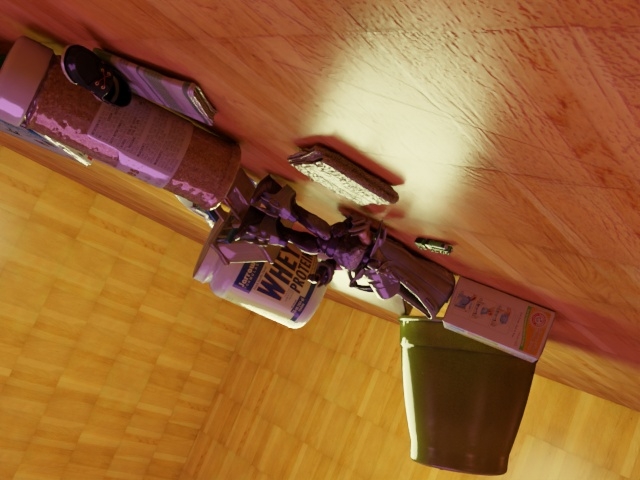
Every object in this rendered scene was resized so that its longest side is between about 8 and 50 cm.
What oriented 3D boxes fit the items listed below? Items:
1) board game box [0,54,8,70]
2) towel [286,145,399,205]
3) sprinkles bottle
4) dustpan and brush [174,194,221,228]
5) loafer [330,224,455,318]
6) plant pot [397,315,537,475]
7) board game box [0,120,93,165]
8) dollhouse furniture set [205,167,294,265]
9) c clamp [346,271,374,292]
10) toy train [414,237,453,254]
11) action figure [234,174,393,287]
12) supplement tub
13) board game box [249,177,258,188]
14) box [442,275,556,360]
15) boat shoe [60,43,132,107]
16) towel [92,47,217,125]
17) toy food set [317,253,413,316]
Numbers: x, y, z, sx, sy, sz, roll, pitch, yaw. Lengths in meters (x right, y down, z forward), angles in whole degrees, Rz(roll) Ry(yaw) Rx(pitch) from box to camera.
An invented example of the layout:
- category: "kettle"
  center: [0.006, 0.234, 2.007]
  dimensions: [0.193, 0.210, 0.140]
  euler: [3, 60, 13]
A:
- category: "board game box"
  center: [-0.454, -0.232, 1.261]
  dimensions: [0.242, 0.064, 0.316]
  euler: [15, 169, 46]
- category: "towel"
  center: [0.032, -0.090, 0.954]
  dimensions: [0.148, 0.027, 0.110]
  euler: [28, 170, -25]
- category: "sprinkles bottle"
  center: [-0.296, -0.166, 1.012]
  dimensions: [0.355, 0.121, 0.121]
  euler: [25, 172, -26]
- category: "dustpan and brush"
  center: [-0.326, -0.080, 1.923]
  dimensions: [0.147, 0.060, 0.211]
  euler: [20, 171, 21]
- category: "loafer"
  center: [0.137, 0.063, 1.356]
  dimensions: [0.319, 0.112, 0.112]
  euler: [27, 171, -25]
- category: "plant pot"
  center: [0.359, 0.388, 1.696]
  dimensions: [0.366, 0.353, 0.366]
  euler: [7, 169, 1]
- category: "board game box"
  center: [-0.547, -0.225, 1.137]
  dimensions: [0.305, 0.053, 0.193]
  euler: [22, 172, 9]
- category: "dollhouse furniture set"
  center: [-0.160, -0.061, 1.334]
  dimensions: [0.129, 0.129, 0.184]
  euler: [-4, 134, 34]
- category: "c clamp"
  center: [0.077, 0.057, 1.551]
  dimensions: [0.137, 0.022, 0.161]
  euler: [-9, 120, 31]
- category: "toy train"
  center: [0.196, 0.009, 1.177]
  dimensions: [0.023, 0.017, 0.083]
  euler: [41, 164, -32]
- category: "action figure"
  center: [0.000, 0.000, 1.216]
  dimensions: [0.284, 0.185, 0.099]
  euler: [25, -143, -2]
- category: "supplement tub"
  center: [-0.157, 0.076, 1.836]
  dimensions: [0.324, 0.236, 0.235]
  euler: [25, 172, -14]
- category: "board game box"
  center: [-0.207, -0.126, 1.374]
  dimensions: [0.168, 0.033, 0.133]
  euler: [22, 172, 11]
- category: "box"
  center: [0.368, 0.166, 1.408]
  dimensions: [0.203, 0.103, 0.114]
  euler: [21, 172, 16]
- category: "boat shoe"
  center: [-0.284, -0.210, 0.868]
  dimensions: [0.042, 0.049, 0.133]
  euler: [18, 172, 13]
- category: "towel"
  center: [-0.219, -0.210, 0.912]
  dimensions: [0.152, 0.023, 0.113]
  euler: [24, 170, 11]
- category: "toy food set"
  center: [0.126, 0.085, 1.697]
  dimensions: [0.219, 0.092, 0.306]
  euler: [21, 163, 18]
